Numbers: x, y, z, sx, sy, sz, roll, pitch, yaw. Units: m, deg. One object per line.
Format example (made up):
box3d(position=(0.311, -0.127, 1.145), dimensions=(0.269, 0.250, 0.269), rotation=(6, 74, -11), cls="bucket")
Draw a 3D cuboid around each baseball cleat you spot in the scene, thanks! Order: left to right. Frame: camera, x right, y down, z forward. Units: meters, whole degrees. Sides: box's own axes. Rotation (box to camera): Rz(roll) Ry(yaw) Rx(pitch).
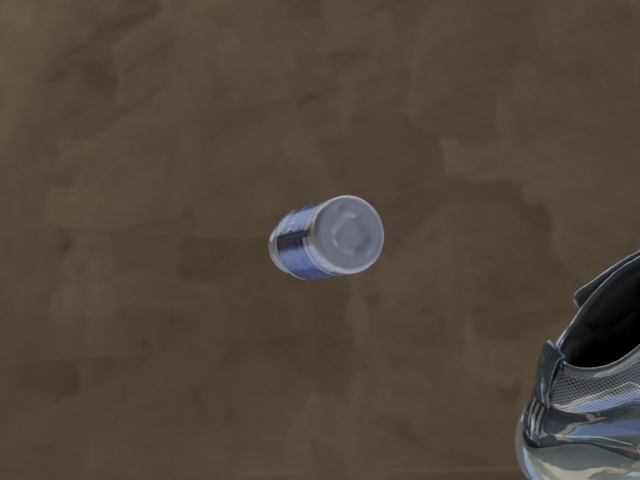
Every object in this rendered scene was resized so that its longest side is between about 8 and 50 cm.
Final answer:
box3d(position=(0.175, 0.046, 0.494), dimensions=(0.072, 0.206, 0.109), rotation=(46, -39, 45), cls="baseball cleat")

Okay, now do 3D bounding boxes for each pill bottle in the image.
box3d(position=(0.000, 0.000, 1.076), dimensions=(0.120, 0.067, 0.067), rotation=(-13, -117, 64), cls="pill bottle")
